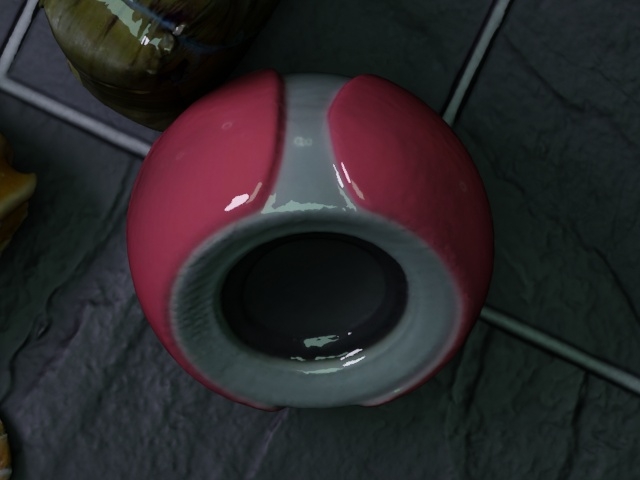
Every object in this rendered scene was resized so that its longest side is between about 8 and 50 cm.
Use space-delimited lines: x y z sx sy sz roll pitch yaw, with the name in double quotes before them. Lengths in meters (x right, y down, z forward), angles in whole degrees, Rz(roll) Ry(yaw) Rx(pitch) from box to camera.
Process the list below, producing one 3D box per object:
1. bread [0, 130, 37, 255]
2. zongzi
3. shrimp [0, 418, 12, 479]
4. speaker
"bread" -0.438 -0.057 1.513 0.300 0.210 0.341 -43 76 -4
"zongzi" -0.072 -0.267 1.466 0.160 0.323 0.360 38 86 -3
"shrimp" -0.343 0.152 1.600 0.101 0.042 0.190 -39 88 8
"speaker" 0.000 0.000 1.475 0.294 0.294 0.294 0 88 2
